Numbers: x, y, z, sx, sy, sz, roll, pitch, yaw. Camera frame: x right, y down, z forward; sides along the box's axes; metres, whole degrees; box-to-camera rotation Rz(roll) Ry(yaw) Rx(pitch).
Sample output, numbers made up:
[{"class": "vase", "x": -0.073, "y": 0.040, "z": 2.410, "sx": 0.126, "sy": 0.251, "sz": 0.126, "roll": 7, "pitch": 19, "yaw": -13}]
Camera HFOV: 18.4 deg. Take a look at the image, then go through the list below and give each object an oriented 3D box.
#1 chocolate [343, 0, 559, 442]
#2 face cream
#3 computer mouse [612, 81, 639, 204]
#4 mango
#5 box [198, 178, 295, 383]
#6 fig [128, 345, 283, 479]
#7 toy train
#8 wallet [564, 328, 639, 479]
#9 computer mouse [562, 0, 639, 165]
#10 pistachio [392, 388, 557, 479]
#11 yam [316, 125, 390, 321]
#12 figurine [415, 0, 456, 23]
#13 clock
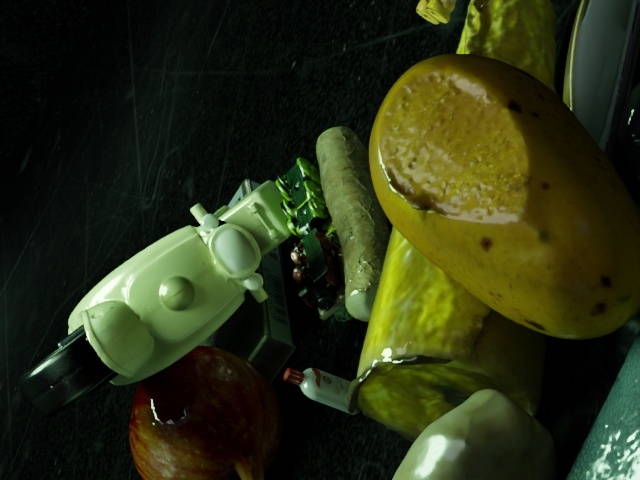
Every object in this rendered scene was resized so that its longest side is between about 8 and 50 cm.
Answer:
[{"class": "chocolate", "x": 0.132, "y": -0.043, "z": 1.723, "sx": 0.162, "sy": 0.162, "sz": 0.445, "roll": -40, "pitch": 33, "yaw": 53}, {"class": "face cream", "x": 0.003, "y": 0.146, "z": 1.967, "sx": 0.021, "sy": 0.083, "sz": 0.040, "roll": -56, "pitch": 24, "yaw": 30}, {"class": "computer mouse", "x": 0.271, "y": -0.069, "z": 1.535, "sx": 0.172, "sy": 0.057, "sz": 0.099, "roll": -101, "pitch": 27, "yaw": -69}, {"class": "mango", "x": 0.155, "y": -0.024, "z": 1.510, "sx": 0.160, "sy": 0.191, "sz": 0.290, "roll": -45, "pitch": 45, "yaw": 6}, {"class": "box", "x": -0.102, "y": 0.085, "z": 2.349, "sx": 0.180, "sy": 0.047, "sz": 0.325, "roll": -57, "pitch": 23, "yaw": 27}, {"class": "fig", "x": -0.104, "y": 0.213, "z": 2.101, "sx": 0.207, "sy": 0.175, "sz": 0.175, "roll": 33, "pitch": 101, "yaw": 47}, {"class": "toy train", "x": 0.000, "y": 0.000, "z": 2.127, "sx": 0.053, "sy": 0.085, "sz": 0.249, "roll": -41, "pitch": 30, "yaw": 19}, {"class": "wallet", "x": 0.256, "y": 0.126, "z": 1.400, "sx": 0.379, "sy": 0.046, "sz": 0.191, "roll": -65, "pitch": 21, "yaw": 5}, {"class": "computer mouse", "x": 0.238, "y": -0.156, "z": 1.667, "sx": 0.126, "sy": 0.056, "sz": 0.245, "roll": 65, "pitch": -142, "yaw": -68}, {"class": "pistachio", "x": 0.119, "y": 0.190, "z": 1.571, "sx": 0.185, "sy": 0.124, "sz": 0.124, "roll": -40, "pitch": 34, "yaw": 59}, {"class": "yam", "x": 0.039, "y": -0.019, "z": 2.074, "sx": 0.066, "sy": 0.066, "sz": 0.299, "roll": -57, "pitch": 23, "yaw": 27}, {"class": "figurine", "x": 0.177, "y": -0.319, "z": 1.956, "sx": 0.240, "sy": 0.116, "sz": 0.175, "roll": -69, "pitch": 20, "yaw": -1}, {"class": "clock", "x": -0.161, "y": 0.054, "z": 2.115, "sx": 0.276, "sy": 0.120, "sz": 0.379, "roll": -36, "pitch": 6, "yaw": 15}]
